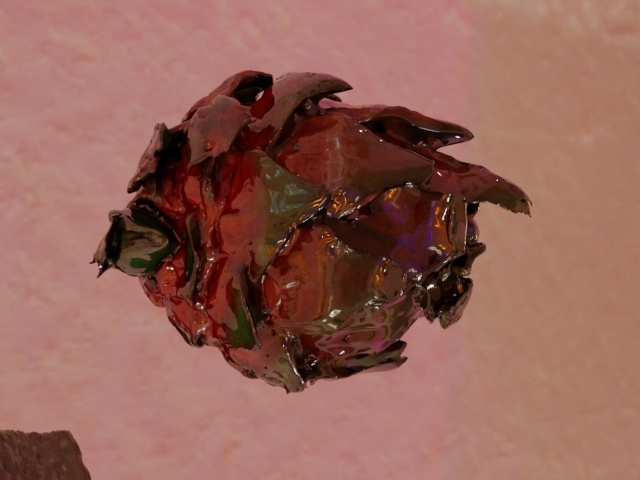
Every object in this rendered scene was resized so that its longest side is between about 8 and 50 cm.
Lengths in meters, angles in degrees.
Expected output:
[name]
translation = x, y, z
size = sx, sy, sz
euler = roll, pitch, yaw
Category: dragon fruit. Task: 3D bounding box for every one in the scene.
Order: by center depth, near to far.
[dragon fruit]
translation = -0.008, -0.003, 0.616
size = 0.188, 0.182, 0.182
euler = 35, 39, 7

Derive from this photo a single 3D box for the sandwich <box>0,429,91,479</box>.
[sandwich]
translation = -0.359, 0.328, 1.219
size = 0.325, 0.131, 0.262
euler = 15, 39, -58
